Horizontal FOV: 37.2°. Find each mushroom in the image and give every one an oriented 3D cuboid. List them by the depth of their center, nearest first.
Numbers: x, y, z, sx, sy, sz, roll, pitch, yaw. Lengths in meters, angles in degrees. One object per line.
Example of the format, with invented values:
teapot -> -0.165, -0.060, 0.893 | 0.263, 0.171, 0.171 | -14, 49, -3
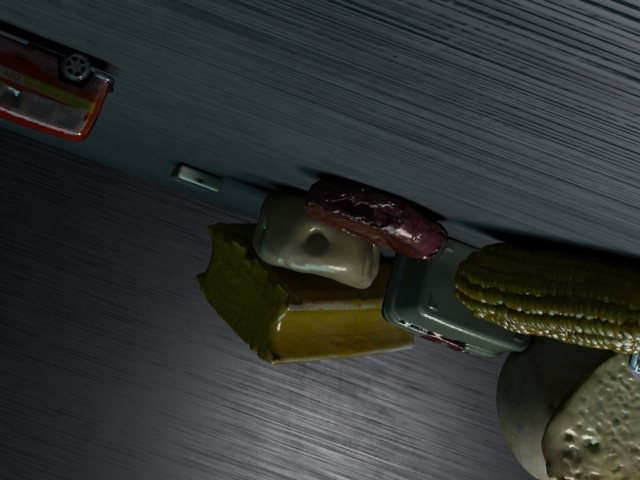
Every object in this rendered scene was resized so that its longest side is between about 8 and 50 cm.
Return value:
mushroom -> 0.410, 0.255, 1.385 | 0.297, 0.297, 0.290 | 18, 143, 38

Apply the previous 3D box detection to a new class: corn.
corn -> 0.246, 0.055, 0.982 | 0.102, 0.102, 0.313 | 21, 174, -23

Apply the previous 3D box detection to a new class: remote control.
remote control -> -0.241, -0.119, 1.841 | 0.087, 0.029, 0.190 | 21, 178, -13

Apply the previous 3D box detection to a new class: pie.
pie -> 0.066, -0.027, 1.137 | 0.182, 0.050, 0.182 | 21, 173, 3

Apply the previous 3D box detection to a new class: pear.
pear -> 0.466, 0.239, 1.118 | 0.386, 0.340, 0.191 | -9, -171, 23

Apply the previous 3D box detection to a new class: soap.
soap -> -0.016, 0.083, 1.697 | 0.335, 0.156, 0.293 | -2, -154, -40

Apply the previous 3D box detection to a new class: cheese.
cheese -> 0.000, 0.000, 1.502 | 0.218, 0.117, 0.235 | 18, -178, -38

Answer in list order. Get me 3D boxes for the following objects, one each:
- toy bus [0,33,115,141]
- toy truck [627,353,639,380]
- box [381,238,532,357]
toy bus -> -0.278, -0.148, 0.859 | 0.174, 0.077, 0.079 | 20, 177, -13
toy truck -> 0.400, 0.132, 0.967 | 0.177, 0.115, 0.080 | 22, -138, 16
box -> 0.205, 0.081, 1.378 | 0.210, 0.148, 0.129 | 21, 166, -18
